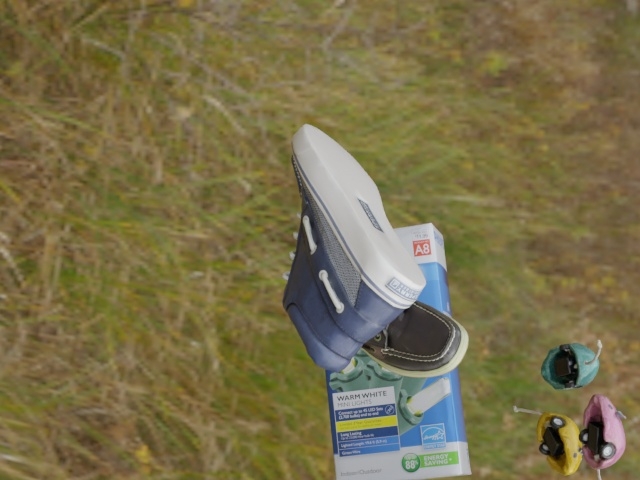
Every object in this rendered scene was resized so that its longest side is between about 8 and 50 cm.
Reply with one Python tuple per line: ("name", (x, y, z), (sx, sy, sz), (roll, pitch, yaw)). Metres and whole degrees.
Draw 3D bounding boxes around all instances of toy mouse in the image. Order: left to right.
("toy mouse", (0.224, 0.137, 1.156), (0.031, 0.161, 0.143), (-1, 124, -21))

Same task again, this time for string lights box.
("string lights box", (0.074, 0.122, 1.446), (0.077, 0.133, 0.259), (33, 50, -73))

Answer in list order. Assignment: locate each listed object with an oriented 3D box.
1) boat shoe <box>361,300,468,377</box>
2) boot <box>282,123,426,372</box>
("boat shoe", (0.040, 0.059, 1.011), (0.049, 0.152, 0.056), (38, 73, -43))
("boot", (0.000, 0.000, 0.930), (0.069, 0.190, 0.086), (31, 111, -33))
